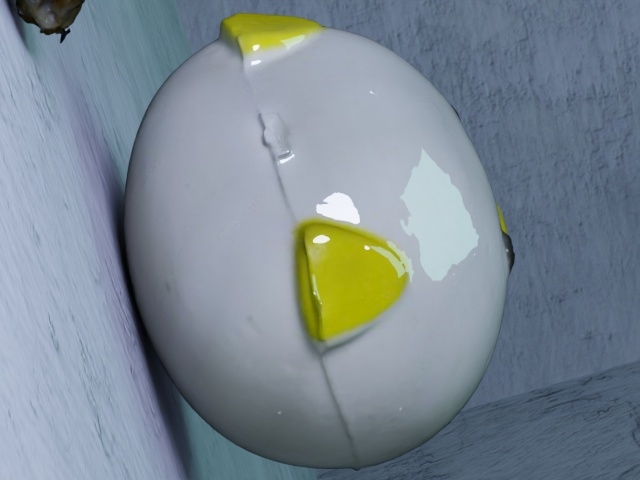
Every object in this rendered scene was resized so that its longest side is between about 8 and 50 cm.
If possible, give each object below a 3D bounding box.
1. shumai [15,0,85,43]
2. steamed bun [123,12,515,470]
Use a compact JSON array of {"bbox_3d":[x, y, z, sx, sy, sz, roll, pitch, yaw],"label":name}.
[{"bbox_3d":[-0.188,-0.274,1.108,0.185,0.218,0.184,25,40,-34],"label":"shumai"},{"bbox_3d":[-0.006,0.002,1.372,0.334,0.334,0.374,73,-3,-59],"label":"steamed bun"}]
